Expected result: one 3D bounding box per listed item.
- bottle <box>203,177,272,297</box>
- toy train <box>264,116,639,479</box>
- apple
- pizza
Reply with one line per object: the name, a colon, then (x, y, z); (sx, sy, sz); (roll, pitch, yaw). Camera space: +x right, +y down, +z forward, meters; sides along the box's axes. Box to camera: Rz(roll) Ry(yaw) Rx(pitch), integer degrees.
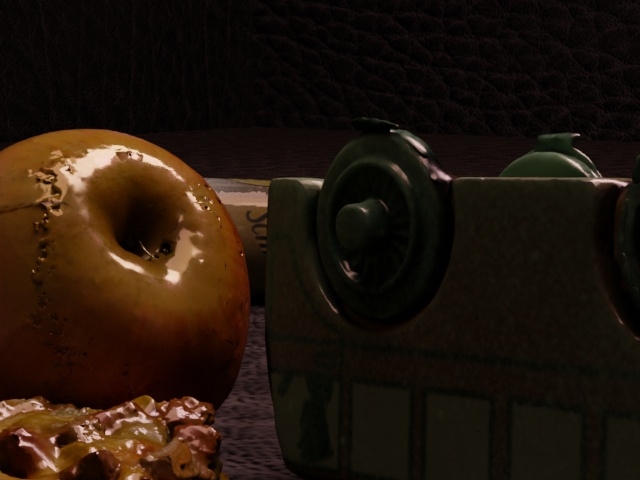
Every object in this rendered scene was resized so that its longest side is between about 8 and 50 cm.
bottle: (0.000, 0.000, 1.240); (0.269, 0.083, 0.083); (2, 7, 6)
toy train: (0.112, 0.034, 0.643); (0.129, 0.159, 0.326); (-2, 3, -41)
apple: (-0.100, 0.027, 0.778); (0.146, 0.146, 0.146); (0, 6, 0)
pizza: (-0.093, 0.083, 0.672); (0.175, 0.046, 0.134); (5, 8, 39)
